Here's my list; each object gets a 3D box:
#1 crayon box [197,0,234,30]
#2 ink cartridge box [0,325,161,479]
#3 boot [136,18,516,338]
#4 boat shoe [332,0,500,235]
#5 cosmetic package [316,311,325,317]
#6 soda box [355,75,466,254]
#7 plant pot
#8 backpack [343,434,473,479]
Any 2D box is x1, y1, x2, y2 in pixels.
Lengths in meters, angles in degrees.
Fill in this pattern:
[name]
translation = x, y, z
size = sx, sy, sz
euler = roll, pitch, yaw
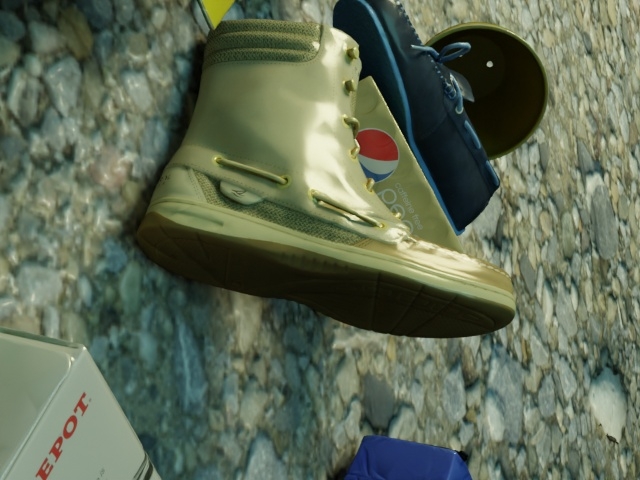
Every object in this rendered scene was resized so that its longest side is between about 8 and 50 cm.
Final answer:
[crayon box]
translation = -0.144, -0.280, 0.586
size = 0.318, 0.081, 0.202
euler = 63, 19, -22
[ink cartridge box]
translation = -0.149, 0.156, 0.482
size = 0.203, 0.086, 0.148
euler = 77, 31, -47
[boot]
translation = 0.022, -0.048, 0.716
size = 0.262, 0.095, 0.203
euler = 14, 60, -3
[boat shoe]
translation = 0.088, -0.124, 0.892
size = 0.089, 0.109, 0.258
euler = -38, 132, -14
[cosmetic package]
translation = 0.000, 0.000, 0.801
size = 0.115, 0.041, 0.060
euler = 58, 43, -28
[soda box]
translation = 0.056, -0.035, 0.802
size = 0.181, 0.061, 0.058
euler = 63, 1, 11
[plant pot]
translation = 0.148, -0.156, 0.970
size = 0.095, 0.134, 0.134
euler = -79, 146, -62
[backpack]
translation = 0.073, 0.227, 0.812
size = 0.101, 0.098, 0.120
euler = -60, 142, -28
